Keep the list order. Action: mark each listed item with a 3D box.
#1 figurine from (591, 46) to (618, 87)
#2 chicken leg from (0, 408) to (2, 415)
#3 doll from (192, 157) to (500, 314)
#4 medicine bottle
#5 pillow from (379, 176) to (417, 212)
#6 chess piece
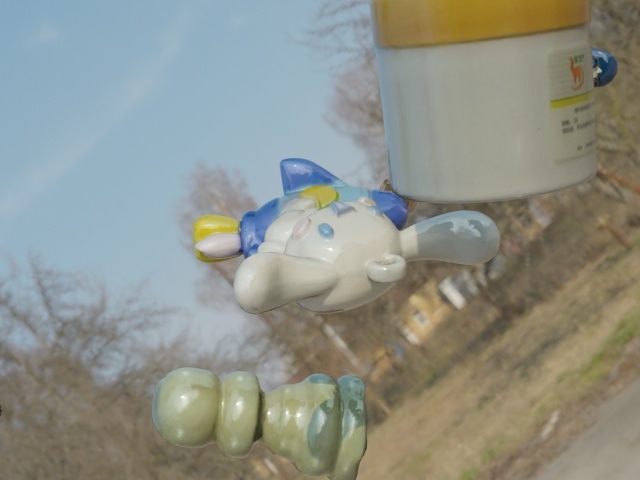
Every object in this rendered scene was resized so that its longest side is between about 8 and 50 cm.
[{"bbox_3d":[0.305,-0.290,1.721,0.338,0.205,0.283,0,-15,-5],"label":"figurine"},{"bbox_3d":[-0.339,0.168,1.054,0.062,0.037,0.145,-36,-22,-29],"label":"chicken leg"},{"bbox_3d":[0.002,-0.009,1.541,0.376,0.365,0.187,8,-82,-31],"label":"doll"},{"bbox_3d":[0.183,-0.174,1.218,0.237,0.232,0.238,-7,13,2],"label":"medicine bottle"},{"bbox_3d":[0.149,-0.087,2.074,0.232,0.043,0.126,-34,-37,-61],"label":"pillow"},{"bbox_3d":[-0.102,0.281,1.742,0.182,0.330,0.182,-171,90,-79],"label":"chess piece"}]
